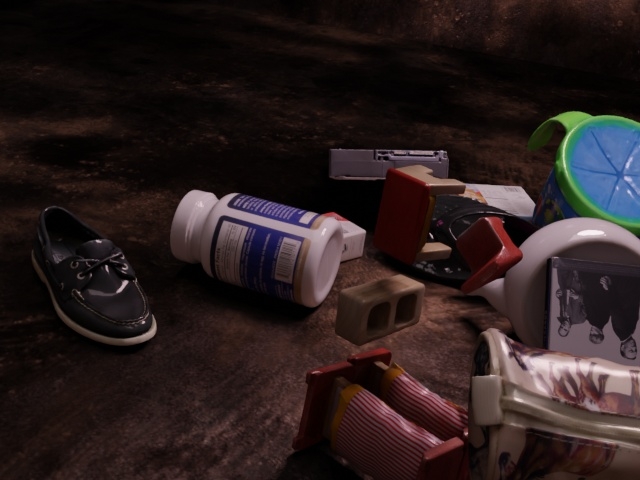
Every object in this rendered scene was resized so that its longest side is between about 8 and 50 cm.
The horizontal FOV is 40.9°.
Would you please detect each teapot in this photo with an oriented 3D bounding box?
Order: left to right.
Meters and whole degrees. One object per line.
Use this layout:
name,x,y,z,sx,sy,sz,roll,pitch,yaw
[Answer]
teapot,0.407,0.067,1.360,0.256,0.252,0.187,33,15,-8

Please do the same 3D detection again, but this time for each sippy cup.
sippy cup,0.502,-0.069,1.561,0.240,0.224,0.306,8,60,-6

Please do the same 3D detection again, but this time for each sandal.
sandal,0.325,0.010,1.512,0.445,0.107,0.168,18,69,20

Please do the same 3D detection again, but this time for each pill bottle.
pill bottle,-0.107,0.006,1.433,0.264,0.153,0.153,16,27,16

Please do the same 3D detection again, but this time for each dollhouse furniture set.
dollhouse furniture set,0.110,0.121,1.008,0.152,0.374,0.201,-13,30,-44

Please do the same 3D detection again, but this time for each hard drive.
hard drive,0.135,-0.162,1.813,0.236,0.064,0.339,1,5,0

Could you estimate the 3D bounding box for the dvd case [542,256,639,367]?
dvd case,0.406,0.150,1.218,0.179,0.239,0.029,6,-11,-2

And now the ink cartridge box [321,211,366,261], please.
ink cartridge box,0.000,0.000,1.585,0.135,0.056,0.099,-13,32,-37

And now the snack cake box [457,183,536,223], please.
snack cake box,0.297,-0.047,1.726,0.264,0.089,0.152,3,28,-9

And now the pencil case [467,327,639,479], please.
pencil case,0.324,0.189,0.776,0.410,0.183,0.160,10,65,2

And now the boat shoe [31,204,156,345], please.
boat shoe,-0.358,0.041,1.337,0.127,0.113,0.340,-9,30,-31
